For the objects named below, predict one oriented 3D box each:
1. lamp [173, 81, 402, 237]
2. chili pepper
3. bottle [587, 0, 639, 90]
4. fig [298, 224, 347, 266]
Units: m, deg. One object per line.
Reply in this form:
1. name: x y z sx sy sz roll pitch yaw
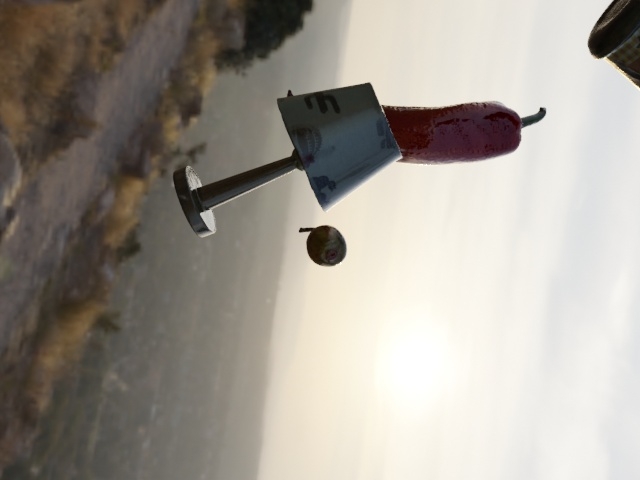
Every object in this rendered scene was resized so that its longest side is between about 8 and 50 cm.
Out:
1. lamp: -0.034 -0.077 1.011 0.121 0.215 0.121 -21 90 -84
2. chili pepper: 0.136 -0.162 1.416 0.137 0.369 0.091 -87 -177 -47
3. bottle: 0.474 -0.210 1.287 0.143 0.271 0.156 -52 -174 -5
4. fig: 0.000 0.000 1.245 0.083 0.050 0.050 42 -50 55
